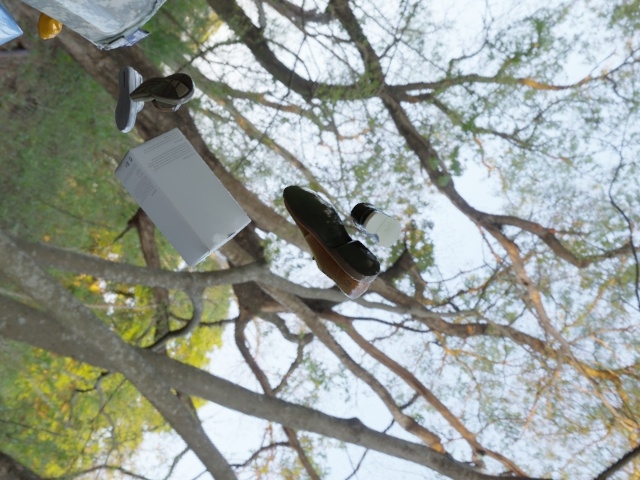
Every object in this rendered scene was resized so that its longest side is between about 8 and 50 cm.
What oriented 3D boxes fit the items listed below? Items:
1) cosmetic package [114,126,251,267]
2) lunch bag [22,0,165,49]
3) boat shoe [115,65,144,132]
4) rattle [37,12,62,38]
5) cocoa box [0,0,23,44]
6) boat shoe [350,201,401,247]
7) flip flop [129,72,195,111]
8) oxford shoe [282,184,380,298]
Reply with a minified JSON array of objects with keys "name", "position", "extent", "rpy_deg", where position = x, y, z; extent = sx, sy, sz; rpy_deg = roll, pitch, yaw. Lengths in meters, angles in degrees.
[{"name":"cosmetic package","position":[-0.409,-0.128,1.619],"extent":[0.155,0.366,0.197],"rpy_deg":[-32,-174,46]},{"name":"lunch bag","position":[-0.318,-0.409,0.674],"extent":[0.256,0.305,0.213],"rpy_deg":[-44,-117,17]},{"name":"boat shoe","position":[-0.609,-0.454,1.759],"extent":[0.083,0.075,0.226],"rpy_deg":[-6,-102,33]},{"name":"rattle","position":[-0.595,-0.524,1.152],"extent":[0.142,0.130,0.200],"rpy_deg":[-38,-158,-1]},{"name":"cocoa box","position":[-0.828,-0.458,1.055],"extent":[0.347,0.228,0.231],"rpy_deg":[-33,-168,-10]},{"name":"boat shoe","position":[0.090,-0.025,0.853],"extent":[0.042,0.133,0.049],"rpy_deg":[40,-84,32]},{"name":"flip flop","position":[-0.428,-0.395,1.484],"extent":[0.277,0.080,0.112],"rpy_deg":[11,-131,43]},{"name":"oxford shoe","position":[0.000,0.000,0.810],"extent":[0.212,0.076,0.076],"rpy_deg":[54,-43,29]}]
